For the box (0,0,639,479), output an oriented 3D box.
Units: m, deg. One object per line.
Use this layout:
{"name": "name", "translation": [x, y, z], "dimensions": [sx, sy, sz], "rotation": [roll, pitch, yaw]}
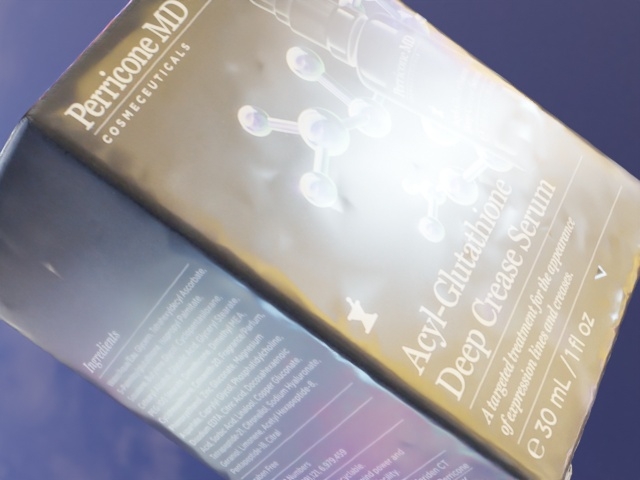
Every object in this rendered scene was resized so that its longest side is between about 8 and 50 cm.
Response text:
{"name": "box", "translation": [0.000, 0.000, 0.923], "dimensions": [0.212, 0.395, 0.293], "rotation": [-48, -172, 49]}
